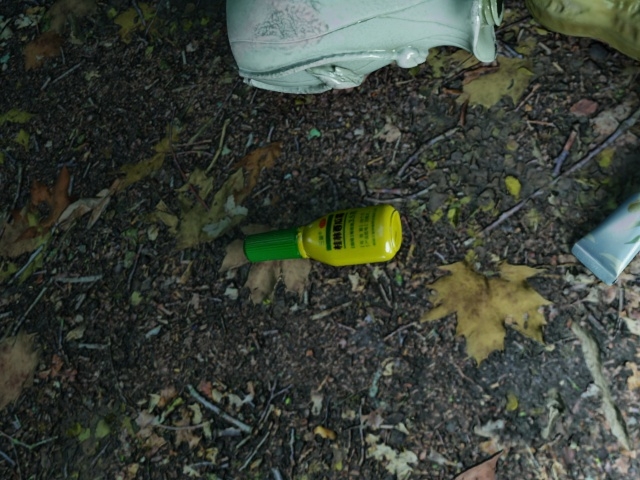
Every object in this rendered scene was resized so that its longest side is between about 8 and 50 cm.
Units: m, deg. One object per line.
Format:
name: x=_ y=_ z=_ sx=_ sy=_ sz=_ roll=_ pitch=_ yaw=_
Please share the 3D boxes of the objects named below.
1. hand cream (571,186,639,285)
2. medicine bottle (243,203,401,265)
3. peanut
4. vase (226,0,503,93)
hand cream: x=0.470 y=-0.048 z=1.349 sx=0.256 sy=0.055 sz=0.088 roll=-46 pitch=52 yaw=7
medicine bottle: x=0.000 y=0.000 z=1.534 sx=0.261 sy=0.064 sz=0.095 roll=-7 pitch=64 yaw=23
peanut: x=0.440 y=-0.356 z=1.452 sx=0.313 sy=0.149 sz=0.149 roll=34 pitch=84 yaw=29
vase: x=0.074 y=-0.372 z=1.585 sx=0.445 sy=0.250 sz=0.250 roll=-1 pitch=66 yaw=20
